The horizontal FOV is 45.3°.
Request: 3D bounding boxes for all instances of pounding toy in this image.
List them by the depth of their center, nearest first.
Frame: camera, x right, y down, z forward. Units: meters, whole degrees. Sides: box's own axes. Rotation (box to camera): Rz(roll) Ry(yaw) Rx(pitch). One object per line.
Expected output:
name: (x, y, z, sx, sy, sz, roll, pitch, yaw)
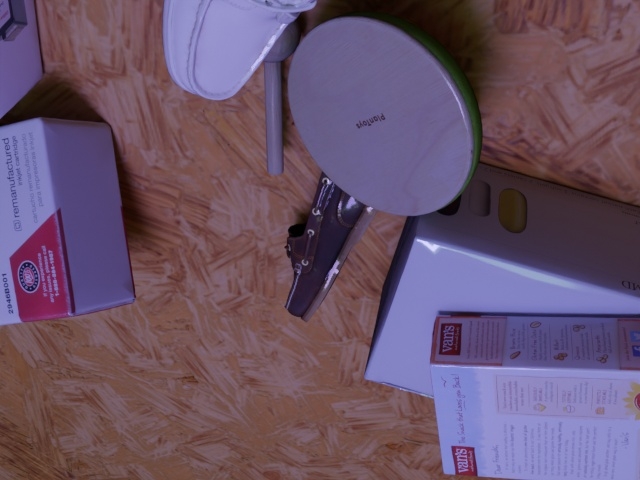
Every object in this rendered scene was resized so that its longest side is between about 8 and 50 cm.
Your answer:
pounding toy: (0.055, -0.131, 0.679, 0.237, 0.110, 0.183, 18, 135, 35)

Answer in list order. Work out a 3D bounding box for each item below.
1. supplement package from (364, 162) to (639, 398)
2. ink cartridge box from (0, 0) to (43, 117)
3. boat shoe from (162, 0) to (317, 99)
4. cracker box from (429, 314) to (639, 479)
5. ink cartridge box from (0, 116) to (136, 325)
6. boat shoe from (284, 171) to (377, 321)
supplement package: (0.200, 0.061, 0.760, 0.262, 0.145, 0.204, 16, 132, 2)
ink cartridge box: (-0.373, -0.256, 0.674, 0.198, 0.114, 0.272, 14, 131, 4)
boat shoe: (-0.035, -0.209, 0.559, 0.098, 0.096, 0.277, -4, 134, -42)
cracker box: (0.220, 0.143, 0.681, 0.232, 0.067, 0.155, -1, 129, 15)
ink cartridge box: (-0.354, -0.009, 0.823, 0.273, 0.114, 0.197, -8, 91, 22)
boat shoe: (0.000, 0.000, 0.817, 0.073, 0.073, 0.207, 25, 124, -3)
